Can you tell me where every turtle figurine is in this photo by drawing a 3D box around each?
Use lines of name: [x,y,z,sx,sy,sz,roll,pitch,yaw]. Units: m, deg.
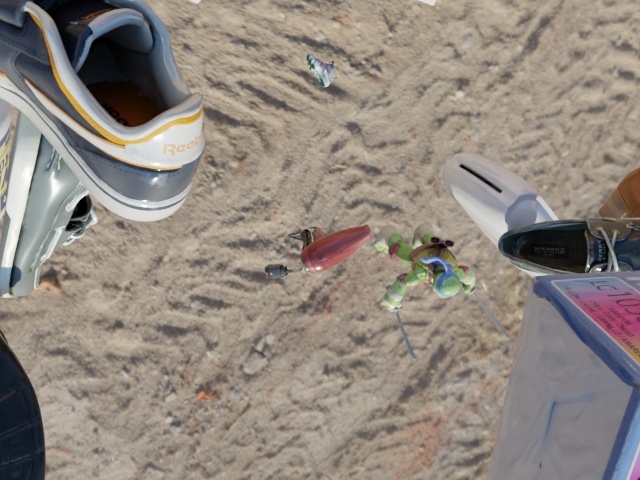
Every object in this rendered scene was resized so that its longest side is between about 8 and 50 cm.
turtle figurine: [0.218,0.090,1.266,0.197,0.266,0.275,-31,122,6]

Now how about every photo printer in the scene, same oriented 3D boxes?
photo printer: [0.386,-0.044,1.213,0.107,0.256,0.307,-46,122,6]

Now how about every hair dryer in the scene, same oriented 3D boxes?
hair dryer: [0.000,0.000,1.548,0.080,0.293,0.224,62,38,-29]

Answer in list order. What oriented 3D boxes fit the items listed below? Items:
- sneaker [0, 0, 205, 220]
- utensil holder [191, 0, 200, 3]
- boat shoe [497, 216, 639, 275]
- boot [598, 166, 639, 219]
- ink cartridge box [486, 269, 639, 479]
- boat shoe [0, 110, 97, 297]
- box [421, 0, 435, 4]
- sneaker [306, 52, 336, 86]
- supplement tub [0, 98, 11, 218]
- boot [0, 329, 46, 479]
sneaker: [-0.214,-0.166,0.483,0.126,0.321,0.127,-48,178,-44]
utensil holder: [-0.341,-0.668,1.094,0.385,0.327,0.328,22,100,-22]
boat shoe: [0.439,0.024,0.937,0.119,0.335,0.121,3,85,-47]
boot: [0.757,-0.048,1.274,0.109,0.284,0.220,-1,140,-32]
ink cartridge box: [0.359,0.162,0.489,0.395,0.151,0.270,-3,117,-10]
boat shoe: [-0.296,-0.023,0.667,0.099,0.116,0.319,6,145,-28]
box: [0.222,-0.745,1.335,0.214,0.168,0.345,4,132,-31]
sneaker: [0.009,-0.465,1.598,0.069,0.038,0.098,-42,116,-21]
supplement tub: [-0.635,-0.131,0.989,0.228,0.228,0.316,-10,153,-32]
boot: [-0.448,0.168,0.733,0.138,0.284,0.378,-23,90,-31]
